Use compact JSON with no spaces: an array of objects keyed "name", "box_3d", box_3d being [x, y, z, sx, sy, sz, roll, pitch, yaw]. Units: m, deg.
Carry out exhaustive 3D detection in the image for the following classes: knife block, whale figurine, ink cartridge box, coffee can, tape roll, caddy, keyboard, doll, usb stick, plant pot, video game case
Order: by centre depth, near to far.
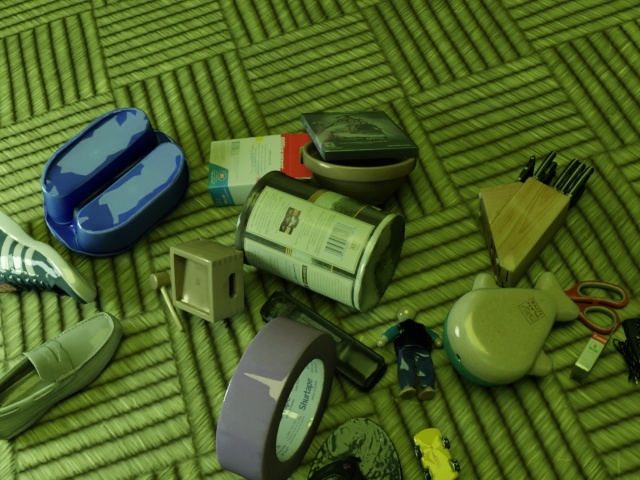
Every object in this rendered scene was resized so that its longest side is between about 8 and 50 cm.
[{"name":"tape roll","box_3d":[-0.069,0.273,1.365,0.090,0.275,0.275,17,61,19]},{"name":"keyboard","box_3d":[0.594,0.220,1.439,0.100,0.038,0.192,-9,55,3]},{"name":"ink cartridge box","box_3d":[0.492,0.199,1.453,0.029,0.063,0.115,29,65,22]},{"name":"whale figurine","box_3d":[0.343,0.160,1.472,0.272,0.141,0.216,-27,73,-27]},{"name":"doll","box_3d":[0.168,0.202,1.509,0.129,0.046,0.189,6,54,-10]},{"name":"usb stick","box_3d":[0.002,0.190,1.549,0.278,0.045,0.077,32,74,26]},{"name":"coffee can","box_3d":[0.000,0.000,1.580,0.275,0.202,0.202,21,63,21]},{"name":"knife block","box_3d":[0.446,-0.046,1.607,0.241,0.088,0.276,-9,55,4]},{"name":"plant pot","box_3d":[0.080,-0.141,1.689,0.237,0.110,0.237,2,25,-1]},{"name":"video game case","box_3d":[0.076,-0.229,1.720,0.195,0.026,0.274,-4,26,-11]},{"name":"caddy","box_3d":[-0.443,-0.124,1.750,0.241,0.179,0.341,45,71,7]},{"name":"ink cartridge box","box_3d":[-0.125,-0.157,1.776,0.230,0.078,0.134,-4,57,6]}]

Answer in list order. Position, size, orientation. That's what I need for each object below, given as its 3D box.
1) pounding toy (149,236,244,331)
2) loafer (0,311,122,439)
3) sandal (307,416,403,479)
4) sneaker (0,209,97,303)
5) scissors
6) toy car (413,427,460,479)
[{"name":"pounding toy","box_3d":[-0.247,0.091,1.616,0.206,0.181,0.094,17,25,40]},{"name":"loafer","box_3d":[-0.521,0.250,1.550,0.112,0.111,0.319,36,69,27]},{"name":"sandal","box_3d":[0.013,0.490,1.310,0.167,0.107,0.446,16,61,19]},{"name":"sneaker","box_3d":[-0.618,0.070,1.686,0.350,0.131,0.148,28,72,31]},{"name":"scissors","box_3d":[0.436,0.110,1.550,0.296,0.021,0.109,9,61,16]},{"name":"toy car","box_3d":[0.243,0.448,1.335,0.224,0.053,0.239,10,60,15]}]
